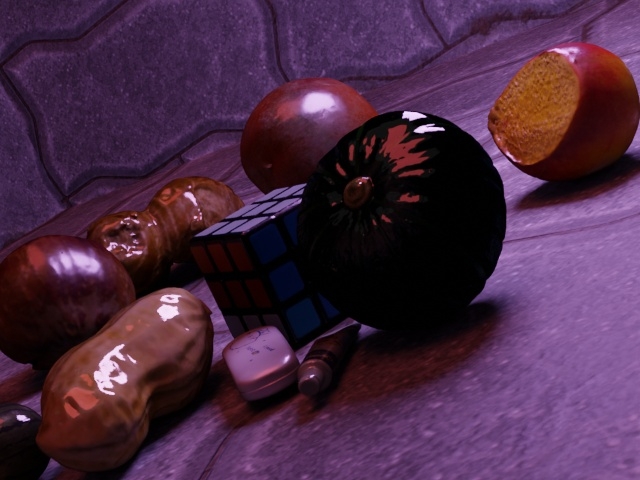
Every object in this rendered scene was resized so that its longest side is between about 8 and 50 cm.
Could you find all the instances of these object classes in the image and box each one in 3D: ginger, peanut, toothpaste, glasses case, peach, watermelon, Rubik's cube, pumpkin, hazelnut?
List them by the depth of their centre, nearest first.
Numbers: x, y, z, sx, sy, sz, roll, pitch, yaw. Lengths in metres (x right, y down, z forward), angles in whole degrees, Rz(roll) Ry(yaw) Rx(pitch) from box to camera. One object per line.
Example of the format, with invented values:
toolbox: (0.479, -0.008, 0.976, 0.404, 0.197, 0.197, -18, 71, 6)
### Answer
toothpaste: (0.005, 0.129, 1.347, 0.062, 0.037, 0.216, -21, 7, 14)
pumpkin: (0.108, -0.010, 1.378, 0.248, 0.248, 0.248, -24, 12, 5)
glasses case: (-0.069, 0.139, 1.404, 0.076, 0.049, 0.197, -26, 12, -5)
peanut: (-0.223, 0.161, 1.416, 0.147, 0.147, 0.305, -16, 14, 36)
watermelon: (-0.358, 0.238, 1.428, 0.133, 0.105, 0.105, -18, 7, -33)
Rubik's cube: (-0.043, 0.030, 1.557, 0.162, 0.160, 0.163, -32, 13, -31)
peach: (0.326, -0.171, 1.642, 0.192, 0.190, 0.190, -10, 11, -4)
hazelnut: (-0.411, 0.094, 1.917, 0.234, 0.218, 0.218, -27, 12, -14)
peach: (-0.011, -0.145, 2.001, 0.252, 0.252, 0.252, -24, 12, 5)
ginger: (-0.273, 0.003, 2.191, 0.357, 0.152, 0.274, -27, -15, -25)
